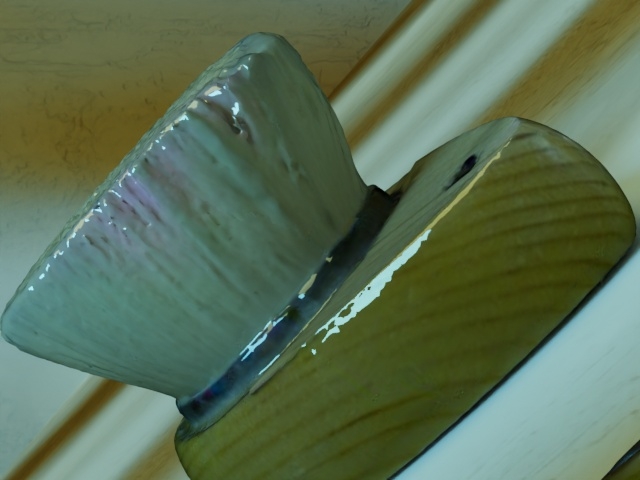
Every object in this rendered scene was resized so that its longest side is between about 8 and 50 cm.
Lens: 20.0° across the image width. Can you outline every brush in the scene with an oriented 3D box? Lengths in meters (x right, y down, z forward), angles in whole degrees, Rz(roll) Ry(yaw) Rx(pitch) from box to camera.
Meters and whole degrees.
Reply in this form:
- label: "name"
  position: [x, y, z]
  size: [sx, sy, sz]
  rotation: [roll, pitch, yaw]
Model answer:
- label: "brush"
  position: [0.000, 0.000, 0.764]
  size: [0.266, 0.166, 0.174]
  rotation: [-38, 11, 45]

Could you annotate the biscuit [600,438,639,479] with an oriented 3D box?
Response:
- label: "biscuit"
  position: [0.065, 0.101, 0.281]
  size: [0.318, 0.040, 0.318]
  rotation: [-48, 7, 8]
